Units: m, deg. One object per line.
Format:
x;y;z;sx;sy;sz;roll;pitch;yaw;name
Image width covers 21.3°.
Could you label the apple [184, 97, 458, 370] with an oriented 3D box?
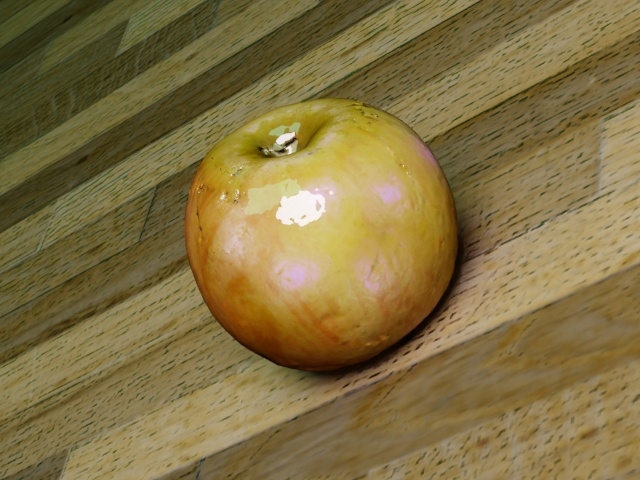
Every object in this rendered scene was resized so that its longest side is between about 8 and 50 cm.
0.000;0.000;0.869;0.146;0.146;0.146;-33;29;21;apple
